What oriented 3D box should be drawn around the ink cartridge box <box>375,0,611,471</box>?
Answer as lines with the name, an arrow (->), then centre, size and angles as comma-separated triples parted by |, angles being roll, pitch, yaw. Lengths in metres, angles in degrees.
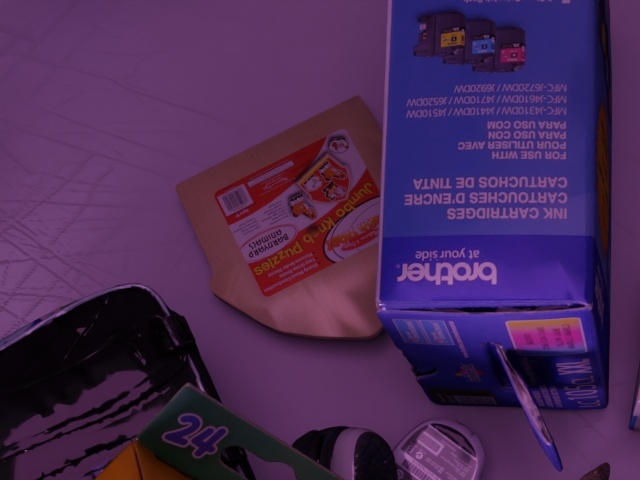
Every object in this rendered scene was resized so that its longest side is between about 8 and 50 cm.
ink cartridge box -> 0.134, -0.038, 1.194 | 0.151, 0.270, 0.396 | 1, 72, 13

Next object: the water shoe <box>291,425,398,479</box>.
water shoe -> 0.009, 0.237, 1.197 | 0.080, 0.073, 0.203 | -4, 73, 42

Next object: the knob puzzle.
knob puzzle -> 0.000, 0.000, 1.320 | 0.213, 0.030, 0.213 | -3, 67, 8

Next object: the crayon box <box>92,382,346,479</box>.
crayon box -> -0.114, 0.268, 1.086 | 0.323, 0.203, 0.083 | -46, 31, 14

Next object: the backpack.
backpack -> -0.186, 0.175, 1.200 | 0.253, 0.191, 0.225 | -24, 73, -7

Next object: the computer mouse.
computer mouse -> 0.056, 0.221, 1.239 | 0.106, 0.042, 0.193 | 37, 85, 21

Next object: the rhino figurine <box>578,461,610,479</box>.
rhino figurine -> 0.216, 0.221, 1.203 | 0.243, 0.073, 0.106 | -30, 77, -6

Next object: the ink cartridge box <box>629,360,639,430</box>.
ink cartridge box -> 0.289, 0.072, 1.234 | 0.089, 0.092, 0.143 | 10, 72, 10
